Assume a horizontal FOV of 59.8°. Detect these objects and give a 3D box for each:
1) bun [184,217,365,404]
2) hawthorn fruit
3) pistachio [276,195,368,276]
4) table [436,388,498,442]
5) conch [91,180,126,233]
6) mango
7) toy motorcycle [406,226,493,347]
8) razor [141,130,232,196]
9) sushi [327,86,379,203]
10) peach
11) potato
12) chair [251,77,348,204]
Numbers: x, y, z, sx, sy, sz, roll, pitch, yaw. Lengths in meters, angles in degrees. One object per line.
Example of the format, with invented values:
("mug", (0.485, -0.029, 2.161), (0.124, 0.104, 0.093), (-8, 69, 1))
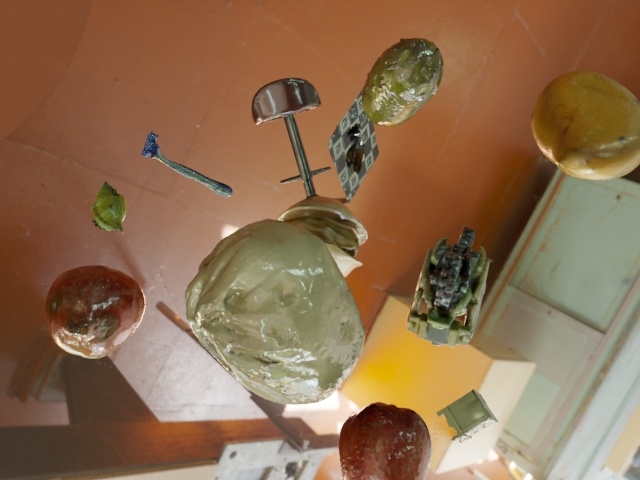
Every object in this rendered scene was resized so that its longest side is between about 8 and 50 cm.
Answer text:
("bun", (-0.086, 0.137, 0.948), (0.234, 0.326, 0.362), (-37, 175, -29))
("hawthorn fruit", (0.095, 0.362, 0.870), (0.162, 0.162, 0.203), (56, 43, -48))
("pistachio", (0.000, 0.000, 1.415), (0.321, 0.238, 0.229), (74, 21, -75))
("table", (0.272, 0.327, 1.030), (0.083, 0.062, 0.079), (-35, 148, 9))
("conch", (-0.623, -0.095, 1.641), (0.095, 0.201, 0.079), (-5, 136, -8))
("mango", (0.386, -0.158, 0.807), (0.109, 0.157, 0.262), (92, 17, -44))
("toy motorcycle", (0.318, 0.108, 1.363), (0.410, 0.168, 0.237), (-30, 131, -67))
("razor", (-0.434, -0.227, 1.816), (0.093, 0.324, 0.056), (-54, -172, 32))
("sushi", (0.066, -0.219, 1.288), (0.193, 0.040, 0.210), (-59, 148, -27))
("peach", (-0.557, 0.174, 1.359), (0.232, 0.257, 0.232), (0, 94, -4))
("potato", (0.143, -0.279, 1.001), (0.149, 0.113, 0.251), (-38, -179, -3))
("chair", (-0.067, -0.281, 1.694), (0.226, 0.226, 0.401), (-24, 104, -34))
